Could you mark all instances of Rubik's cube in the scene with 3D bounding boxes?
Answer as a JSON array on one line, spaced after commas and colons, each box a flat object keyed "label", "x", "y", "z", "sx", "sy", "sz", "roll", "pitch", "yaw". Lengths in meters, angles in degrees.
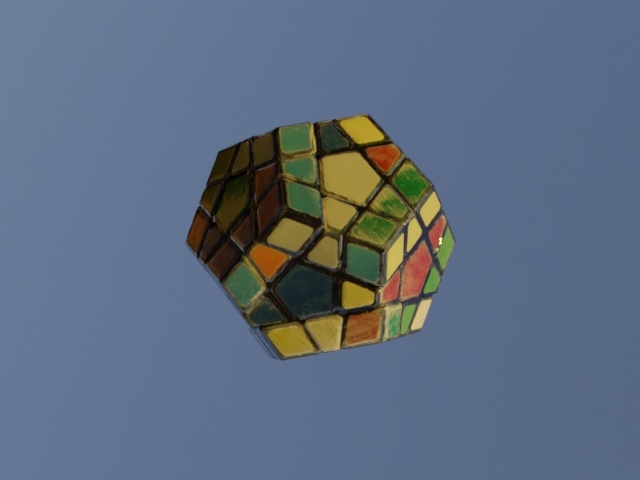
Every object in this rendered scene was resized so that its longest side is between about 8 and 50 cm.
[{"label": "Rubik's cube", "x": 0.000, "y": 0.000, "z": 0.510, "sx": 0.111, "sy": 0.111, "sz": 0.093, "roll": -14, "pitch": -92, "yaw": 19}]
